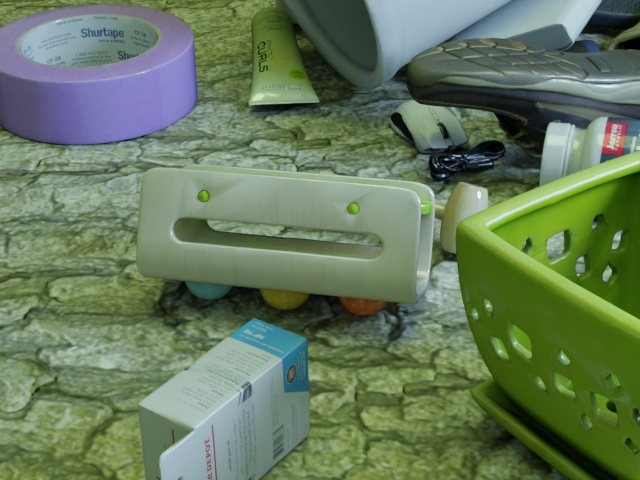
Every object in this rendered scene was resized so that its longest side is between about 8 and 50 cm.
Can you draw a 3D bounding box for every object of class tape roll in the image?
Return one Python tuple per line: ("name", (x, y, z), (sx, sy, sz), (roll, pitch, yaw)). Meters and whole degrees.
("tape roll", (-0.302, -0.226, 1.639), (0.275, 0.090, 0.275), (-1, 31, 1))

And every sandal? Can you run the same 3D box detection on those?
("sandal", (0.366, -0.346, 1.870), (0.254, 0.054, 0.097), (14, 43, 17))

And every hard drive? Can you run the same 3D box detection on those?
("hard drive", (0.297, -0.326, 1.699), (0.203, 0.040, 0.307), (-12, 28, 38))

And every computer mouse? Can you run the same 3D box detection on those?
("computer mouse", (0.143, -0.136, 1.522), (0.106, 0.042, 0.193), (-14, 33, -20))

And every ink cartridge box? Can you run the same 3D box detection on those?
("ink cartridge box", (-0.085, 0.152, 0.985), (0.060, 0.104, 0.180), (20, 36, 31))

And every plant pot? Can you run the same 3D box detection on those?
("plant pot", (0.257, 0.081, 0.997), (0.227, 0.207, 0.228), (-21, 37, -29))

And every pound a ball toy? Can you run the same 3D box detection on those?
("pound a ball toy", (0.000, 0.000, 1.247), (0.319, 0.135, 0.208), (6, 6, 11))

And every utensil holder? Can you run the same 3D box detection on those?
("utensil holder", (0.145, -0.435, 1.651), (0.385, 0.327, 0.327), (-31, 39, -13))

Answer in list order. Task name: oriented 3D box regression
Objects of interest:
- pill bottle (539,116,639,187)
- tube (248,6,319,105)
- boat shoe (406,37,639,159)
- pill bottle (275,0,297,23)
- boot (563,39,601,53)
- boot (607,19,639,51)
("pill bottle", (0.338, -0.081, 1.364), (0.180, 0.108, 0.108), (8, 32, 14))
("tube", (-0.058, -0.247, 1.702), (0.070, 0.062, 0.240), (-37, 31, 19))
("boat shoe", (0.274, -0.154, 1.459), (0.355, 0.130, 0.132), (4, 26, -7))
("pill bottle", (0.051, -0.390, 1.863), (0.229, 0.131, 0.131), (3, 31, 5))
("boot", (0.338, -0.224, 1.630), (0.106, 0.082, 0.219), (-8, 30, -7))
("boot", (0.546, -0.272, 1.689), (0.262, 0.095, 0.203), (17, 34, 30))
